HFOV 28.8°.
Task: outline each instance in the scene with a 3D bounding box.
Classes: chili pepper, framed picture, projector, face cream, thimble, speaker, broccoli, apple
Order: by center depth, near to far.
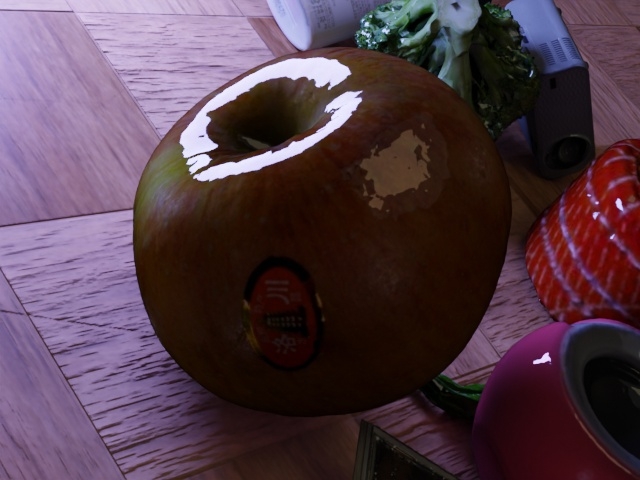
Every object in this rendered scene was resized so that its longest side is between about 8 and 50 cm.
[{"bbox_3d":[0.107,0.312,1.246,0.197,0.014,0.252,34,35,-17],"label":"framed picture"},{"bbox_3d":[0.000,0.000,1.313,0.400,0.400,0.333,-84,156,-51],"label":"apple"},{"bbox_3d":[0.327,0.233,1.441,0.294,0.294,0.294,26,36,-21],"label":"speaker"},{"bbox_3d":[0.166,0.185,1.542,0.182,0.050,0.073,23,45,-20],"label":"chili pepper"},{"bbox_3d":[0.184,-0.260,1.877,0.308,0.275,0.308,2,69,-5],"label":"broccoli"},{"bbox_3d":[0.499,0.025,1.887,0.350,0.230,0.350,25,38,-21],"label":"thimble"},{"bbox_3d":[0.066,-0.426,2.023,0.348,0.081,0.173,-26,90,-37],"label":"face cream"},{"bbox_3d":[0.386,-0.258,2.101,0.250,0.108,0.198,72,3,-48],"label":"projector"}]

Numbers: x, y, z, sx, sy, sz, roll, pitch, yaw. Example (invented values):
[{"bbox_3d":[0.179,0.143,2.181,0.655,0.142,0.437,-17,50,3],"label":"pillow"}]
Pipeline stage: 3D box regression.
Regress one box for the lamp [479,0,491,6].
[{"bbox_3d":[0.200,-0.340,2.149,0.203,0.124,0.283,10,43,-7],"label":"lamp"}]
